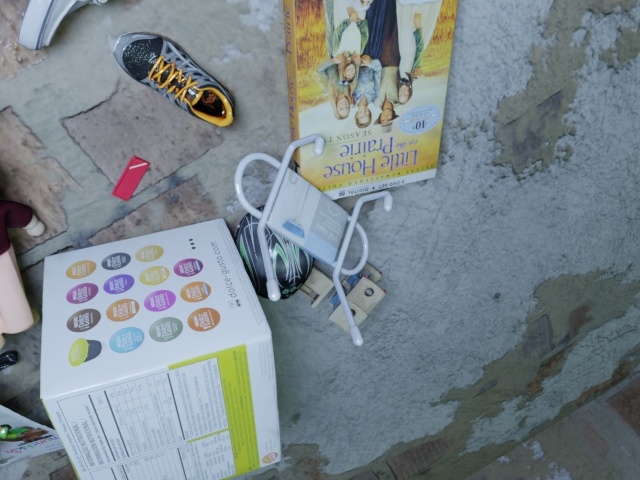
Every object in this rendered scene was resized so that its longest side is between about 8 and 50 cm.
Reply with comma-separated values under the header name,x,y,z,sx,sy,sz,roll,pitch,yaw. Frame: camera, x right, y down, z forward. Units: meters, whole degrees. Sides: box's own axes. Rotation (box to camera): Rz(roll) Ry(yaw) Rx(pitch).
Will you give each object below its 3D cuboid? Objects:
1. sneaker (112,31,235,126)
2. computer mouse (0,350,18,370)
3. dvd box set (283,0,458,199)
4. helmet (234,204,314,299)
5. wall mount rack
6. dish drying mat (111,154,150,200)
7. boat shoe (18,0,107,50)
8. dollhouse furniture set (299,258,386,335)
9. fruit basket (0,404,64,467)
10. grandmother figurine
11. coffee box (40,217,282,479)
name,x,y,z,sx,sy,sz,roll,pitch,yaw
sneaker,-0.218,-0.249,0.840,0.214,0.083,0.084,24,112,-35
computer mouse,-0.644,0.189,0.972,0.106,0.042,0.193,-23,130,-8
dvd box set,0.090,-0.283,0.978,0.307,0.062,0.421,-12,127,-17
helmet,-0.089,0.018,1.046,0.169,0.169,0.162,-11,139,-19
wall mount rack,0.000,0.000,0.931,0.350,0.130,0.304,34,64,-37
dish drying mat,-0.331,-0.107,0.935,0.032,0.008,0.083,23,110,-37
boat shoe,-0.309,-0.361,0.715,0.088,0.096,0.268,28,100,-32
dollhouse furniture set,0.035,0.087,1.199,0.183,0.129,0.129,37,103,-9
fruit basket,-0.695,0.391,1.000,0.326,0.166,0.353,-17,139,2
grandmother figurine,-0.519,0.014,0.830,0.103,0.208,0.343,19,129,11
coffee box,-0.281,0.217,0.973,0.334,0.338,0.338,-13,129,-17
